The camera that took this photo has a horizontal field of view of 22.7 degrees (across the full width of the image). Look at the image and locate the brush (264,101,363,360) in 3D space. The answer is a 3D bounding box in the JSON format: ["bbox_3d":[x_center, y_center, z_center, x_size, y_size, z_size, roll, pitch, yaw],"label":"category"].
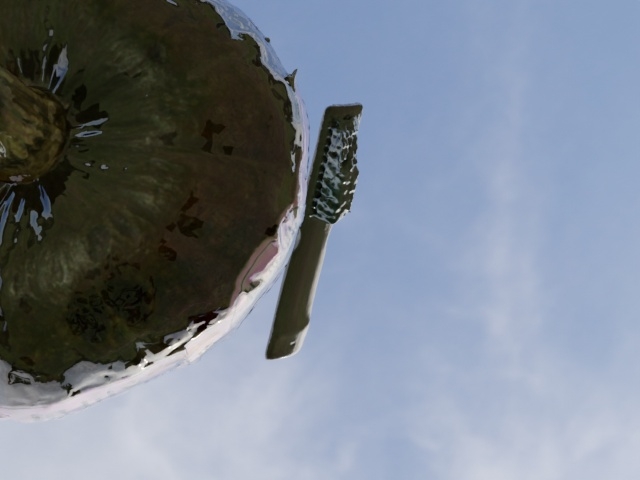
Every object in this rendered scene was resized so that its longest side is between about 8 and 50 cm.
[{"bbox_3d":[0.000,0.000,1.059,0.034,0.027,0.190,-9,-57,-43],"label":"brush"}]

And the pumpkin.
[{"bbox_3d":[-0.140,-0.042,0.812,0.260,0.189,0.260,-1,-106,3],"label":"pumpkin"}]
